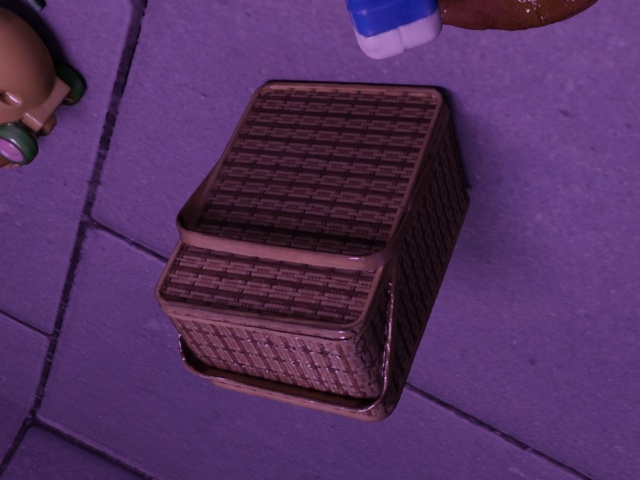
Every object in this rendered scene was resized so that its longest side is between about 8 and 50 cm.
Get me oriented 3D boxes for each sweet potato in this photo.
[{"bbox_3d":[0.159,-0.203,0.816,0.226,0.068,0.068,-10,134,42],"label":"sweet potato"}]

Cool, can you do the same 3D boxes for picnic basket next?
[{"bbox_3d":[0.000,0.000,0.978,0.228,0.312,0.175,8,145,25],"label":"picnic basket"}]

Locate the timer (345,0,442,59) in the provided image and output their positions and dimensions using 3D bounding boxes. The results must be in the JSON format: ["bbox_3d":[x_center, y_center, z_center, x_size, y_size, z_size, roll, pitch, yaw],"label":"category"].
[{"bbox_3d":[0.027,-0.260,0.658,0.078,0.253,0.178,-18,137,9],"label":"timer"}]

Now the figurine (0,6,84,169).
[{"bbox_3d":[-0.428,-0.180,1.175,0.222,0.124,0.324,37,149,-20],"label":"figurine"}]

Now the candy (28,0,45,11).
[{"bbox_3d":[-0.377,-0.331,0.971,0.083,0.091,0.305,-9,143,26],"label":"candy"}]
